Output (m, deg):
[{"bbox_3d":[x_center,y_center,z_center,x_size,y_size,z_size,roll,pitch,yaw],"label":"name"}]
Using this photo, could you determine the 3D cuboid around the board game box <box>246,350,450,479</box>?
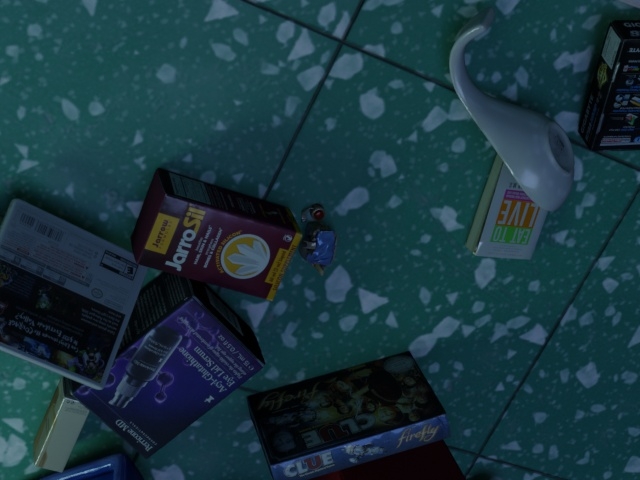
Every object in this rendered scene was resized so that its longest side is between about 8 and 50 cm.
[{"bbox_3d":[0.035,0.240,1.647,0.243,0.165,0.042,-15,119,-9],"label":"board game box"}]

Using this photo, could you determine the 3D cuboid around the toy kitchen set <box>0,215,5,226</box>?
[{"bbox_3d":[-0.386,0.101,1.455,0.122,0.166,0.207,16,111,-25],"label":"toy kitchen set"}]

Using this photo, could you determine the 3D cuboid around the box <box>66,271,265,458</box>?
[{"bbox_3d":[-0.204,0.154,1.568,0.207,0.108,0.153,-40,120,6],"label":"box"}]

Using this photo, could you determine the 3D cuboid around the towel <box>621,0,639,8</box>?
[{"bbox_3d":[0.504,-0.431,1.502,0.317,0.053,0.332,14,113,-23],"label":"towel"}]

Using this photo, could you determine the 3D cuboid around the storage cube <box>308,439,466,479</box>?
[{"bbox_3d":[0.076,0.367,1.708,0.215,0.193,0.183,4,115,-19],"label":"storage cube"}]

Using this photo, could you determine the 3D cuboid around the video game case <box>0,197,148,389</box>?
[{"bbox_3d":[-0.316,0.066,1.453,0.190,0.022,0.173,28,70,-29],"label":"video game case"}]

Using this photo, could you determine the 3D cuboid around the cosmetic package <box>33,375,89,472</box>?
[{"bbox_3d":[-0.342,0.242,1.602,0.041,0.060,0.115,19,108,-22],"label":"cosmetic package"}]

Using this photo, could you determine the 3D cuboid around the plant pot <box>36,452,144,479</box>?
[{"bbox_3d":[-0.314,0.457,1.602,0.236,0.236,0.212,-21,127,13],"label":"plant pot"}]

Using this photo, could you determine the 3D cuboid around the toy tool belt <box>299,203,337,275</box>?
[{"bbox_3d":[0.000,0.000,1.579,0.052,0.051,0.083,-3,117,-14],"label":"toy tool belt"}]

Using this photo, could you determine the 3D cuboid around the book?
[{"bbox_3d":[0.265,-0.046,1.645,0.096,0.035,0.144,6,113,-23],"label":"book"}]

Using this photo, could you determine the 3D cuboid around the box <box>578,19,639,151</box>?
[{"bbox_3d":[0.466,-0.201,1.580,0.220,0.051,0.175,-3,131,-11],"label":"box"}]

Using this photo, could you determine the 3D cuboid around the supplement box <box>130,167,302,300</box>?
[{"bbox_3d":[-0.132,-0.006,1.521,0.188,0.081,0.104,16,111,-22],"label":"supplement box"}]

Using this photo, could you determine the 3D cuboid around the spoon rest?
[{"bbox_3d":[0.243,-0.159,1.541,0.084,0.137,0.276,-18,115,34],"label":"spoon rest"}]
